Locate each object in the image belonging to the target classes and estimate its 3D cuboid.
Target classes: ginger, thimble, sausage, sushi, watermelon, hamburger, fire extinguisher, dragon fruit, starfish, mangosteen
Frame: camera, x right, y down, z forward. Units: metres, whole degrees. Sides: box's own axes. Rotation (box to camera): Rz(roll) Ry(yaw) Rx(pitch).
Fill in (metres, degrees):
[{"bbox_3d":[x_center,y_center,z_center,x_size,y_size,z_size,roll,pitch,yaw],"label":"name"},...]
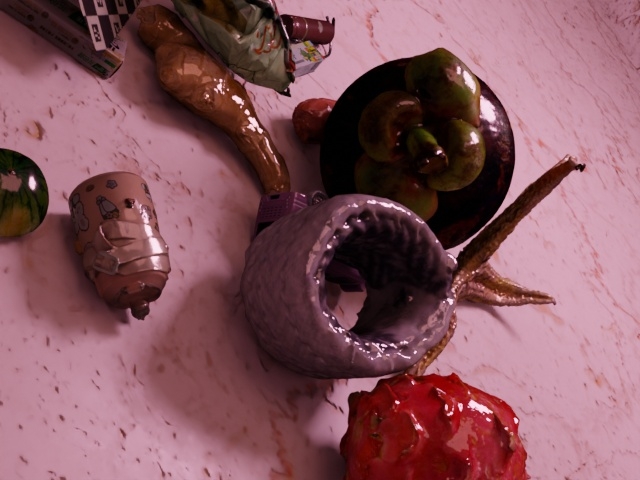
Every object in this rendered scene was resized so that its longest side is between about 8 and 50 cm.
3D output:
[{"bbox_3d":[-0.145,-0.194,1.435,0.334,0.081,0.148,48,9,-8],"label":"ginger"},{"bbox_3d":[0.033,0.058,1.253,0.245,0.157,0.217,-1,84,-37],"label":"thimble"},{"bbox_3d":[0.012,-0.184,1.619,0.141,0.076,0.076,-3,59,-51],"label":"sausage"},{"bbox_3d":[-0.304,-0.363,1.340,0.279,0.043,0.192,-83,160,-61],"label":"sushi"},{"bbox_3d":[-0.326,-0.057,1.069,0.105,0.062,0.105,24,42,-23],"label":"watermelon"},{"bbox_3d":[-0.138,-0.338,1.485,0.276,0.150,0.260,69,2,-52],"label":"hamburger"},{"bbox_3d":[-0.017,-0.357,1.801,0.157,0.045,0.078,-8,91,-55],"label":"fire extinguisher"},{"bbox_3d":[0.146,0.259,1.213,0.268,0.210,0.205,27,55,-42],"label":"dragon fruit"},{"bbox_3d":[0.272,0.037,1.551,0.132,0.384,0.398,41,13,21],"label":"starfish"},{"bbox_3d":[0.140,-0.123,1.499,0.311,0.311,0.311,32,36,-27],"label":"mangosteen"}]

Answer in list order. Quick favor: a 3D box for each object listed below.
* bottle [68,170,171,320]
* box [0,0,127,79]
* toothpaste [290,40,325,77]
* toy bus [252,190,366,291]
[{"bbox_3d":[-0.213,0.008,1.117,0.099,0.099,0.152,10,52,-46],"label":"bottle"},{"bbox_3d":[-0.339,-0.285,1.314,0.207,0.041,0.050,34,30,-26],"label":"box"},{"bbox_3d":[-0.047,-0.289,1.695,0.046,0.034,0.164,49,31,4],"label":"toothpaste"},{"bbox_3d":[0.000,0.000,1.389,0.178,0.087,0.098,24,72,-35],"label":"toy bus"}]
